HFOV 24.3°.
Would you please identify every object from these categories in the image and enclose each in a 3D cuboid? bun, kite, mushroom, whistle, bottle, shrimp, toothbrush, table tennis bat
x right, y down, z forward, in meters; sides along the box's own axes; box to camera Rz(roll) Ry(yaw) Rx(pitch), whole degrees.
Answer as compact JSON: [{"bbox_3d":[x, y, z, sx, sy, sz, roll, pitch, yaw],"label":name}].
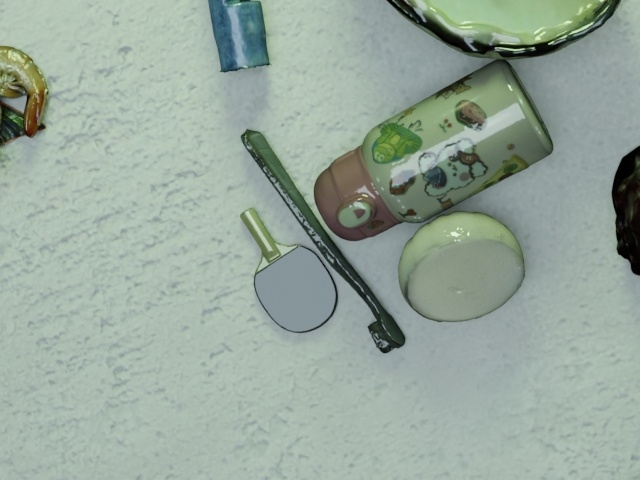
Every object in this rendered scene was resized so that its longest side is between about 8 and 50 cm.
[{"bbox_3d":[0.147,0.015,1.601,0.138,0.094,0.138,-7,137,-6],"label":"bun"},{"bbox_3d":[-0.410,-0.117,1.721,0.190,0.010,0.159,-22,94,13],"label":"kite"},{"bbox_3d":[0.155,-0.325,1.542,0.344,0.130,0.247,31,86,3],"label":"mushroom"},{"bbox_3d":[-0.107,-0.335,1.612,0.062,0.062,0.304,-7,96,11],"label":"whistle"},{"bbox_3d":[0.112,-0.085,1.580,0.253,0.120,0.120,-29,92,12],"label":"bottle"},{"bbox_3d":[-0.356,-0.142,1.693,0.095,0.045,0.162,-5,86,-14],"label":"shrimp"},{"bbox_3d":[0.000,0.000,1.657,0.030,0.030,0.297,-34,92,22],"label":"toothbrush"},{"bbox_3d":[-0.042,0.032,1.677,0.087,0.013,0.156,-31,93,13],"label":"table tennis bat"}]

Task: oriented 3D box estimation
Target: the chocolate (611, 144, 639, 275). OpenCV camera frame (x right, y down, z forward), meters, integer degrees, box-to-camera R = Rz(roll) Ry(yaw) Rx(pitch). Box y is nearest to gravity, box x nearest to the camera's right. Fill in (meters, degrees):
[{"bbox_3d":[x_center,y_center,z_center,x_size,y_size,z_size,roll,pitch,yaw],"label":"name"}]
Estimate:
[{"bbox_3d":[0.409,-0.022,1.510,0.224,0.177,0.206,-36,91,14],"label":"chocolate"}]
